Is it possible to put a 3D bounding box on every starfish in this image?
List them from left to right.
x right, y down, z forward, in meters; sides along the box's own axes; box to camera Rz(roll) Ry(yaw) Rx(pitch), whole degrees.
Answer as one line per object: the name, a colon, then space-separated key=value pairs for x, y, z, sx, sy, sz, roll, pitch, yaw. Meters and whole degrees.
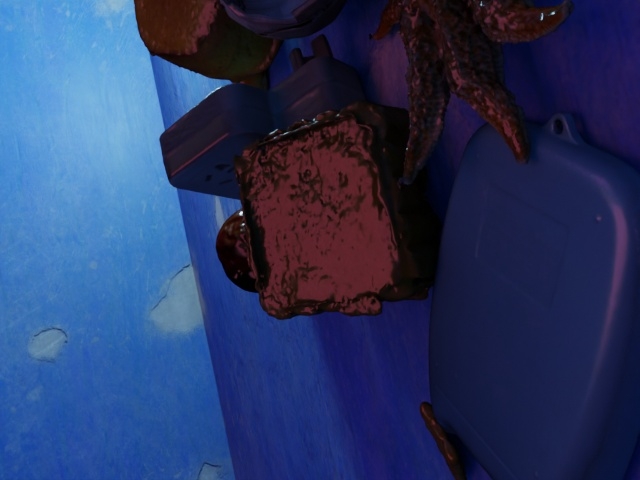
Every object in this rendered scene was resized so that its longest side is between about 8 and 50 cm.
starfish: x=0.102 y=-0.184 z=0.551 sx=0.301 sy=0.084 sz=0.294 roll=122 pitch=143 yaw=-57

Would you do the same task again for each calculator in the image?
calculator: x=0.179 y=0.077 z=0.568 sx=0.256 sy=0.054 sz=0.387 roll=-132 pitch=40 yaw=-57

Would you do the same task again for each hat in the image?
hat: x=-0.014 y=-0.361 z=0.750 sx=0.275 sy=0.161 sz=0.232 roll=-27 pitch=85 yaw=46

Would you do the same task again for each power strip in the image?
power strip: x=-0.063 y=-0.165 z=0.878 sx=0.261 sy=0.229 sz=0.141 roll=-28 pitch=70 yaw=34

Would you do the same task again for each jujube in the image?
jujube: x=-0.099 y=0.019 z=1.159 sx=0.236 sy=0.168 sz=0.168 roll=13 pitch=112 yaw=62

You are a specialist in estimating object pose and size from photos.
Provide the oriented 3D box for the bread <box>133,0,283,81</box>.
bread: x=-0.179 y=-0.414 z=1.046 sx=0.312 sy=0.172 sz=0.313 roll=9 pitch=103 yaw=42

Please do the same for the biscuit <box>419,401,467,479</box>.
biscuit: x=0.145 y=0.238 z=0.748 sx=0.081 sy=0.018 sz=0.083 roll=61 pitch=178 yaw=41

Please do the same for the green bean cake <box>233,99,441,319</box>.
green bean cake: x=0.021 y=-0.026 z=0.736 sx=0.229 sy=0.131 sz=0.224 roll=-12 pitch=88 yaw=36

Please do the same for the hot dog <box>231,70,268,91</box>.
hot dog: x=-0.149 y=-0.376 z=1.208 sx=0.104 sy=0.076 sz=0.250 roll=-141 pitch=47 yaw=-60
